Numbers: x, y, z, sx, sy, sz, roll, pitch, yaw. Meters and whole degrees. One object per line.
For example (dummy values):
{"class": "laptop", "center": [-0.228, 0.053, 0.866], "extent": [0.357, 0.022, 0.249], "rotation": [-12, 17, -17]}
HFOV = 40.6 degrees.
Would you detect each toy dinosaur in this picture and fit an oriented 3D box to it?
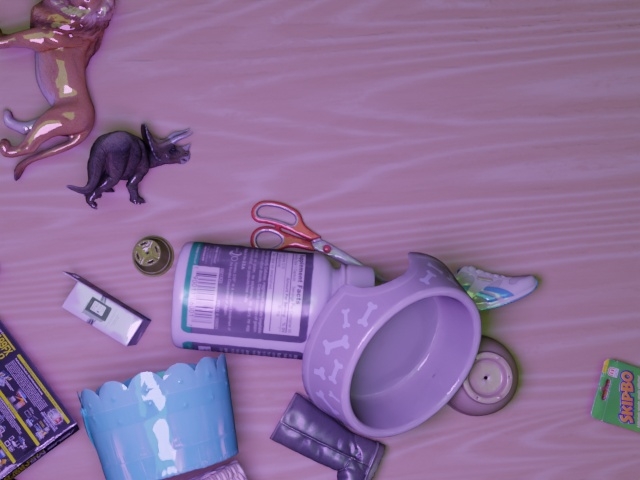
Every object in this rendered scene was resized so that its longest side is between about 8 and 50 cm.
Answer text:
{"class": "toy dinosaur", "center": [-0.388, -0.150, 1.639], "extent": [0.121, 0.313, 0.160], "rotation": [24, 108, 26]}

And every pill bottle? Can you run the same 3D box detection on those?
{"class": "pill bottle", "center": [-0.087, 0.117, 1.621], "extent": [0.360, 0.204, 0.204], "rotation": [6, 84, -2]}

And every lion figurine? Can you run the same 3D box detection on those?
{"class": "lion figurine", "center": [-0.512, -0.321, 1.700], "extent": [0.240, 0.142, 0.392], "rotation": [-5, 98, -11]}

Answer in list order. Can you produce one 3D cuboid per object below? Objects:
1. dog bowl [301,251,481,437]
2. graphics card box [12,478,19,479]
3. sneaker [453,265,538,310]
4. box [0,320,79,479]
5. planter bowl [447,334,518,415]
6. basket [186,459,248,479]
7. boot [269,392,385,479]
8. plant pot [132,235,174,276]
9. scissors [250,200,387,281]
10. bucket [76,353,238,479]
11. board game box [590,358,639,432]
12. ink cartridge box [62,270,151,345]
{"class": "dog bowl", "center": [0.140, 0.196, 1.536], "extent": [0.349, 0.349, 0.102], "rotation": [-44, 44, -6]}
{"class": "graphics card box", "center": [-0.700, 0.528, 1.609], "extent": [0.370, 0.094, 0.233], "rotation": [23, 83, -1]}
{"class": "sneaker", "center": [0.314, 0.092, 1.701], "extent": [0.228, 0.087, 0.092], "rotation": [-12, 83, -6]}
{"class": "box", "center": [-0.615, 0.307, 1.604], "extent": [0.216, 0.060, 0.270], "rotation": [-37, 78, -23]}
{"class": "planter bowl", "center": [0.311, 0.263, 1.671], "extent": [0.162, 0.109, 0.162], "rotation": [0, 84, -3]}
{"class": "basket", "center": [-0.248, 0.599, 1.490], "extent": [0.328, 0.266, 0.331], "rotation": [-26, 81, 14]}
{"class": "boot", "center": [-0.001, 0.419, 1.659], "extent": [0.208, 0.076, 0.190], "rotation": [28, 69, -6]}
{"class": "plant pot", "center": [-0.331, 0.028, 1.683], "extent": [0.083, 0.079, 0.083], "rotation": [0, 85, -3]}
{"class": "scissors", "center": [0.000, 0.000, 1.728], "extent": [0.297, 0.021, 0.109], "rotation": [14, 82, 1]}
{"class": "bucket", "center": [-0.284, 0.325, 1.562], "extent": [0.281, 0.281, 0.183], "rotation": [-13, 83, -4]}
{"class": "board game box", "center": [0.668, 0.329, 1.716], "extent": [0.259, 0.039, 0.124], "rotation": [18, 83, -3]}
{"class": "ink cartridge box", "center": [-0.422, 0.131, 1.656], "extent": [0.180, 0.104, 0.060], "rotation": [31, 85, 2]}
